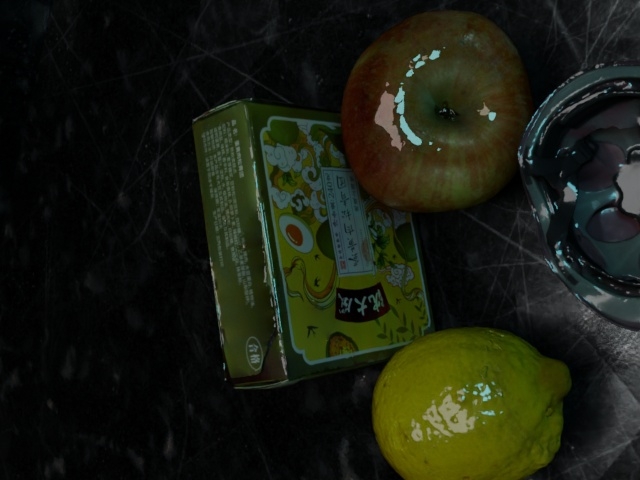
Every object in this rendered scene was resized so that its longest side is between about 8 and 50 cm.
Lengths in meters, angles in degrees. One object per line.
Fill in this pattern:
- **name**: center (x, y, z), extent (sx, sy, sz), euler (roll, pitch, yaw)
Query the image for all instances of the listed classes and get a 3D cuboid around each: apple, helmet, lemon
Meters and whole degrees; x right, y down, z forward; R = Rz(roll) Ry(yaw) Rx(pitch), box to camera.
- **apple**: center (0.168, -0.182, 1.254), extent (0.302, 0.302, 0.301), euler (1, 92, 42)
- **helmet**: center (0.415, -0.058, 1.072), extent (0.271, 0.197, 0.338), euler (-32, 76, 30)
- **lemon**: center (0.216, 0.246, 1.230), extent (0.320, 0.245, 0.245), euler (-25, 74, 30)

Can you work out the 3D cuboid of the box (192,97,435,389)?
- **box**: center (0.000, 0.000, 1.329), extent (0.138, 0.373, 0.420), euler (-14, 82, 40)
